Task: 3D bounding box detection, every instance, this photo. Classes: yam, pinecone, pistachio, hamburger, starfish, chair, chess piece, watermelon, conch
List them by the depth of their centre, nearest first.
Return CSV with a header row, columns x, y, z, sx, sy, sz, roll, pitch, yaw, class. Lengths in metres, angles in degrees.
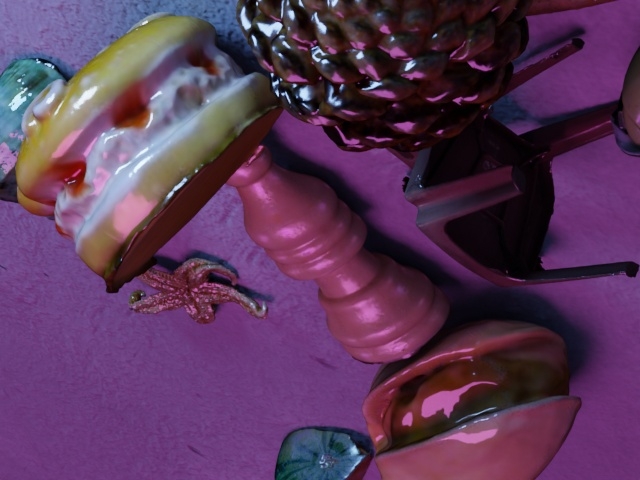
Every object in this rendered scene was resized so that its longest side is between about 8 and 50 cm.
x,y,z,sx,sy,sz,roll,pitch,yaw,class
0.052,-0.180,1.481,0.243,0.243,0.257,23,140,4,pinecone
0.195,-0.210,1.528,0.145,0.032,0.032,-4,139,43,yam
0.143,-0.054,1.665,0.175,0.183,0.326,35,150,-27,chair
-0.187,-0.095,1.775,0.186,0.261,0.302,43,150,5,hamburger
0.000,0.000,1.953,0.307,0.124,0.139,48,174,-28,chess piece
-0.317,-0.103,2.012,0.176,0.122,0.188,-27,130,26,conch
0.167,0.206,2.039,0.238,0.229,0.321,-8,159,-29,pistachio
-0.162,0.071,2.240,0.210,0.053,0.150,13,153,18,starfish
-0.019,0.361,2.499,0.128,0.146,0.231,24,153,4,watermelon

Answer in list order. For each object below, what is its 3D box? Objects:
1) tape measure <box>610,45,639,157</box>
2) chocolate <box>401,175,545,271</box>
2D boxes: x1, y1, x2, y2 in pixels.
x,y,z,sx,sy,sz,roll,pitch,yaw,class
0.340,-0.109,1.502,0.175,0.106,0.200,31,149,-16,tape measure
0.161,-0.010,1.845,0.182,0.086,0.028,28,106,-10,chocolate
